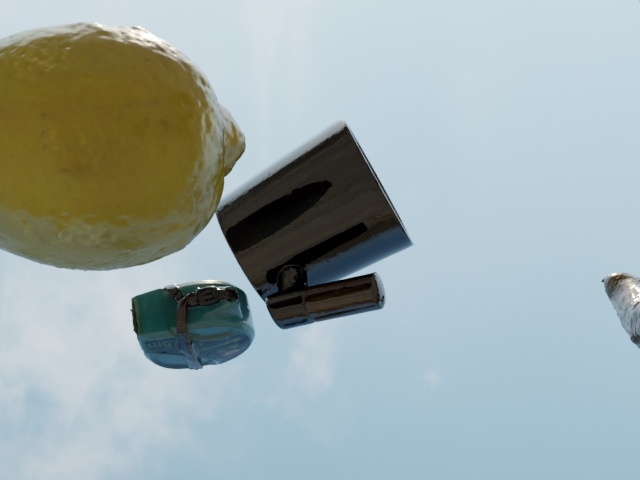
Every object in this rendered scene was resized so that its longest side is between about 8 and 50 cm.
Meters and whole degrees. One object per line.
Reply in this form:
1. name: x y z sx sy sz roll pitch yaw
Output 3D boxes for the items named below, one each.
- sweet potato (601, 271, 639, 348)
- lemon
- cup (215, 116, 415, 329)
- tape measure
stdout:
1. sweet potato: 0.472 0.115 1.526 0.092 0.341 0.114 -13 -85 -2
2. lemon: -0.208 -0.083 0.998 0.288 0.233 0.234 -2 -116 -17
3. cup: -0.008 -0.015 1.207 0.177 0.239 0.166 -28 -73 5
4. tape measure: -0.137 0.095 1.219 0.125 0.146 0.081 -13 -116 -4
